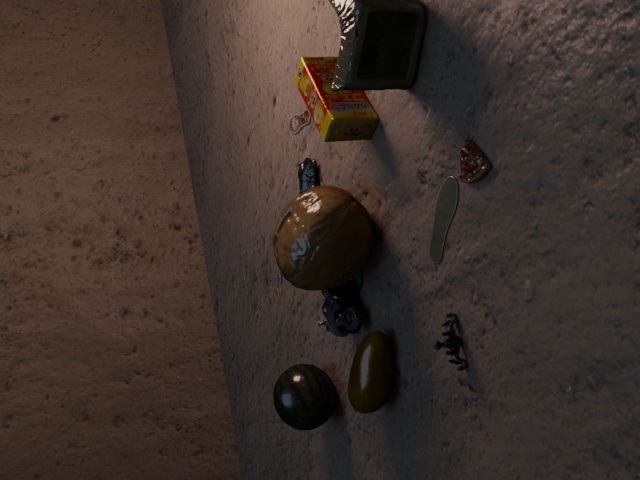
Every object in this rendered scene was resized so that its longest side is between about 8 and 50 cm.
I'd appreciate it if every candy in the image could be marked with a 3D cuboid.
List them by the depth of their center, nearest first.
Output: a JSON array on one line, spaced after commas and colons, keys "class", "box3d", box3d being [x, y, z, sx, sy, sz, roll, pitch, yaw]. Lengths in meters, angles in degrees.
[{"class": "candy", "box3d": [0.040, -0.394, 2.065, 0.088, 0.146, 0.276, 112, 145, -46]}]

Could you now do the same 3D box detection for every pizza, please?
[{"class": "pizza", "box3d": [0.322, -0.159, 1.621, 0.099, 0.029, 0.100, 109, 146, -46]}]

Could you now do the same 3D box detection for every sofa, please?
[{"class": "sofa", "box3d": [0.117, -0.481, 1.789, 0.176, 0.210, 0.225, 49, 139, 50]}]

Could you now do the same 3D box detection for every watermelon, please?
[{"class": "watermelon", "box3d": [-0.053, 0.505, 2.416, 0.212, 0.212, 0.212, 174, 90, -66]}]

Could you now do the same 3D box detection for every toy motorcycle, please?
[{"class": "toy motorcycle", "box3d": [0.043, 0.179, 2.236, 0.270, 0.106, 0.159, 62, 146, 30]}]

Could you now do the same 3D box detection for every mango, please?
[{"class": "mango", "box3d": [0.143, 0.368, 2.060, 0.138, 0.113, 0.253, -134, 51, -60]}]

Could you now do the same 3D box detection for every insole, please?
[{"class": "insole", "box3d": [0.287, -0.048, 1.760, 0.080, 0.003, 0.232, -128, 39, -50]}, {"class": "insole", "box3d": [-0.071, -0.396, 2.483, 0.197, 0.004, 0.065, 171, 93, -67]}]

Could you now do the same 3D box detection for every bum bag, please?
[{"class": "bum bag", "box3d": [-0.035, -0.169, 2.409, 0.087, 0.049, 0.198, 2, 98, 42]}]

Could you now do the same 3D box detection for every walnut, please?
[{"class": "walnut", "box3d": [0.002, 0.001, 2.082, 0.313, 0.252, 0.277, -52, 34, 21]}]

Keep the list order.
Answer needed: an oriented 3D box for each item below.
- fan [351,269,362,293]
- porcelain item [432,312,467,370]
[{"class": "fan", "box3d": [0.103, 0.074, 2.200, 0.227, 0.008, 0.153, 123, 136, -56]}, {"class": "porcelain item", "box3d": [0.293, 0.238, 1.726, 0.021, 0.075, 0.136, 148, 113, -65]}]
